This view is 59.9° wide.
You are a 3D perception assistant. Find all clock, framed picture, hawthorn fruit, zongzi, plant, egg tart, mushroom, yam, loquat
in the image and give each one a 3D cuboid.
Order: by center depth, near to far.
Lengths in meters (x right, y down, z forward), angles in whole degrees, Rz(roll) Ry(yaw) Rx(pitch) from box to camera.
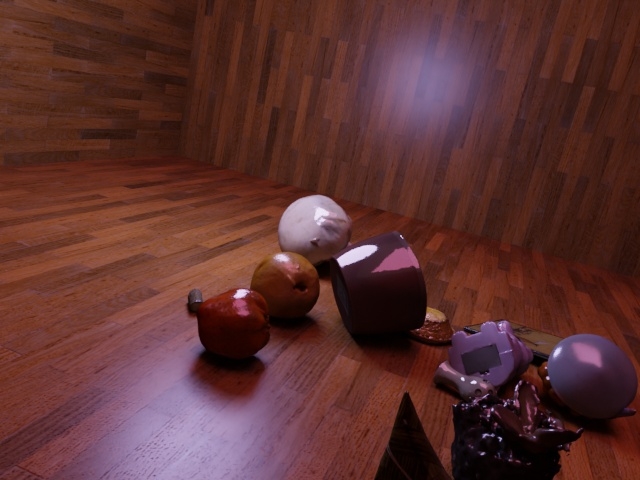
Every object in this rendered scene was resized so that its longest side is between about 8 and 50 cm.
[{"bbox_3d":[0.195,0.383,0.955,0.187,0.184,0.084,23,14,35],"label":"zongzi"},{"bbox_3d":[0.345,0.376,1.033,0.178,0.233,0.204,3,22,-12],"label":"plant"},{"bbox_3d":[-0.210,0.201,1.347,0.189,0.189,0.189,11,15,-3],"label":"hawthorn fruit"},{"bbox_3d":[0.496,0.313,1.529,0.189,0.188,0.254,25,14,41],"label":"clock"},{"bbox_3d":[-0.356,0.172,1.585,0.043,0.043,0.094,6,17,-21],"label":"yam"},{"bbox_3d":[-0.105,0.134,1.638,0.208,0.207,0.208,11,15,-3],"label":"loquat"},{"bbox_3d":[0.341,0.262,1.753,0.191,0.074,0.191,11,17,-3],"label":"egg tart"},{"bbox_3d":[0.680,0.321,1.817,0.256,0.014,0.339,-1,11,-41],"label":"framed picture"},{"bbox_3d":[0.006,-0.004,2.185,0.336,0.314,0.314,42,-8,-40],"label":"mushroom"}]

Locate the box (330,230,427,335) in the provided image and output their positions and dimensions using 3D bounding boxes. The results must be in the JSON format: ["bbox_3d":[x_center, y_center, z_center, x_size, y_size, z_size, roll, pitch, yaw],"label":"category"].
[{"bbox_3d":[0.162,0.141,1.644,0.216,0.300,0.301,-14,21,-12],"label":"box"}]

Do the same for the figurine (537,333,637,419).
[{"bbox_3d":[0.721,0.343,1.518,0.225,0.205,0.382,23,9,17],"label":"figurine"}]

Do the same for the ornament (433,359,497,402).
[{"bbox_3d":[0.367,0.365,1.391,0.156,0.081,0.075,21,51,41],"label":"ornament"}]
